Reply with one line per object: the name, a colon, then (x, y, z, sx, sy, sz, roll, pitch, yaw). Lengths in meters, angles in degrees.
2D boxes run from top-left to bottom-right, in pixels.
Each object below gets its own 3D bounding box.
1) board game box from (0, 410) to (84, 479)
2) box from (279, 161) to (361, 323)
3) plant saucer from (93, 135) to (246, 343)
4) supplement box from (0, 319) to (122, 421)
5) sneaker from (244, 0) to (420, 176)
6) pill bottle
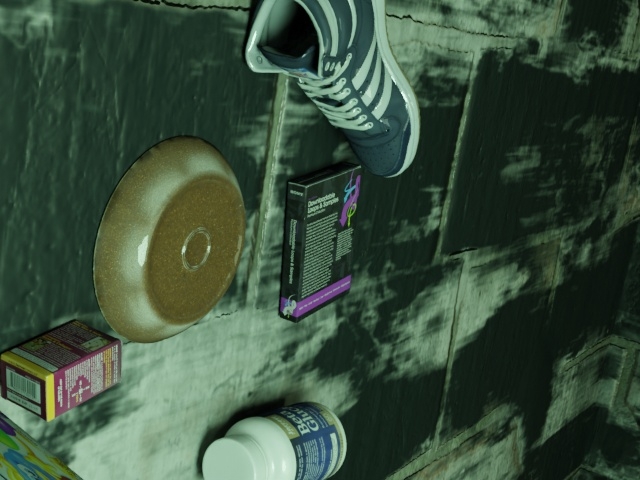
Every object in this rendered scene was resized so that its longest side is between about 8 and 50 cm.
board game box: (-0.252, 0.169, 0.592, 0.144, 0.142, 0.275, -52, 166, -10)
box: (0.000, 0.000, 1.145, 0.116, 0.029, 0.162, -24, 126, -54)
plant saucer: (-0.125, 0.004, 0.932, 0.198, 0.036, 0.198, -32, 130, -49)
supplement box: (-0.210, 0.104, 0.823, 0.083, 0.055, 0.043, -26, 128, -51)
sneaker: (0.014, -0.157, 1.016, 0.153, 0.099, 0.282, -51, 137, -41)
pill bottle: (-0.051, 0.235, 1.112, 0.169, 0.094, 0.094, -3, 107, -59)
